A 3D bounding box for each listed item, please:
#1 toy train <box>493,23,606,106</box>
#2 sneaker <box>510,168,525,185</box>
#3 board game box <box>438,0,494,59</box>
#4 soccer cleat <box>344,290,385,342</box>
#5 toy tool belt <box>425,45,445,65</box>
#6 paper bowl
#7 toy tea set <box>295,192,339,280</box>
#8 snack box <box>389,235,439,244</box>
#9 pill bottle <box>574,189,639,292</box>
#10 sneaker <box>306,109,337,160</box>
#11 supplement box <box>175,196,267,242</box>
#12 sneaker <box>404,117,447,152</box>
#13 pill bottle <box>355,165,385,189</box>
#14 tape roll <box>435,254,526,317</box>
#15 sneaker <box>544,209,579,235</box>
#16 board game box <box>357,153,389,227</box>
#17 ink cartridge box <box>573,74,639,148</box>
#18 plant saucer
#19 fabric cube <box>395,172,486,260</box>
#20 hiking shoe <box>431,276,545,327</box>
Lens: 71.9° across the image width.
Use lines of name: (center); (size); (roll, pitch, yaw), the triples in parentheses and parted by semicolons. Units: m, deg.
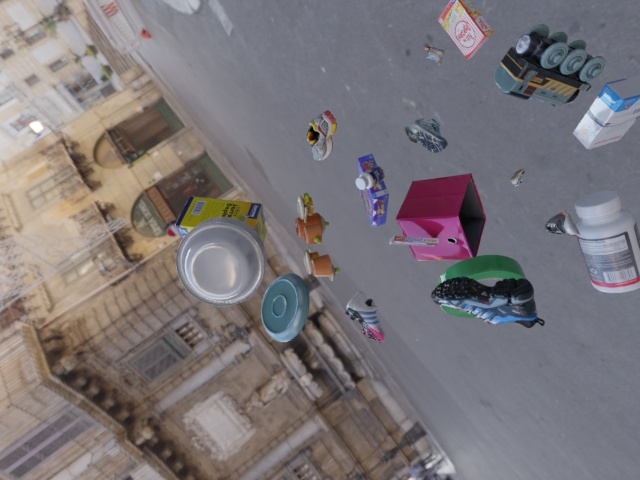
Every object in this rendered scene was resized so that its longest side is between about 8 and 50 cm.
toy train: (0.680, -0.505, 1.312); (0.190, 0.333, 0.142); (-58, 39, 43)
sneaker: (0.712, -0.225, 1.585); (0.037, 0.083, 0.032); (52, 156, -11)
board game box: (0.534, -0.793, 1.631); (0.194, 0.045, 0.147); (54, 169, 3)
soccer cleat: (0.242, 0.366, 2.102); (0.116, 0.143, 0.331); (15, 153, 46)
toy tool belt: (0.413, -0.676, 1.618); (0.083, 0.052, 0.051); (36, 134, 35)
paper bowl: (-0.320, 0.075, 1.419); (0.284, 0.284, 0.148); (56, -173, -13)
toy tea set: (0.000, 0.000, 1.559); (0.200, 0.124, 0.336); (105, 154, -60)
snack box: (0.359, 0.003, 1.697); (0.064, 0.178, 0.022); (118, 154, -77)
pill bottle: (0.975, 0.001, 1.492); (0.319, 0.176, 0.176); (65, 168, -13)
sneaker: (-0.011, -0.360, 1.551); (0.088, 0.092, 0.225); (54, 161, 21)
supplement box: (-0.448, -0.057, 2.039); (0.194, 0.356, 0.195); (86, -168, -49)
sneaker: (0.494, -0.494, 1.994); (0.110, 0.122, 0.283); (52, 180, -38)
pill bottle: (0.196, -0.245, 1.741); (0.067, 0.120, 0.067); (30, 136, 34)
tape roll: (0.601, 0.179, 1.656); (0.321, 0.320, 0.077); (64, -163, -48)
sneaker: (0.599, -0.032, 1.103); (0.061, 0.064, 0.158); (63, -155, 3)
board game box: (0.261, -0.241, 2.215); (0.347, 0.078, 0.234); (75, 178, -69)
ink cartridge box: (0.931, -0.404, 1.402); (0.203, 0.148, 0.086); (95, 155, -57)
plant saucer: (-0.175, 0.302, 2.023); (0.043, 0.318, 0.317); (20, -162, -44)
fabric cube: (0.500, -0.088, 1.810); (0.258, 0.259, 0.254); (-2, 135, 36)
hiking shoe: (0.444, 0.182, 1.225); (0.304, 0.113, 0.132); (-2, 119, 51)
